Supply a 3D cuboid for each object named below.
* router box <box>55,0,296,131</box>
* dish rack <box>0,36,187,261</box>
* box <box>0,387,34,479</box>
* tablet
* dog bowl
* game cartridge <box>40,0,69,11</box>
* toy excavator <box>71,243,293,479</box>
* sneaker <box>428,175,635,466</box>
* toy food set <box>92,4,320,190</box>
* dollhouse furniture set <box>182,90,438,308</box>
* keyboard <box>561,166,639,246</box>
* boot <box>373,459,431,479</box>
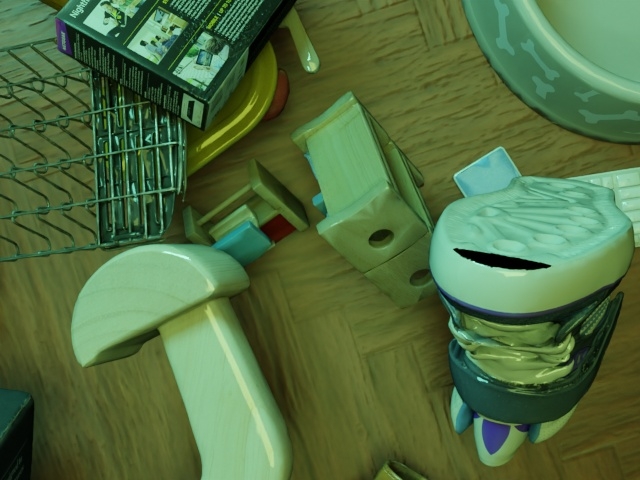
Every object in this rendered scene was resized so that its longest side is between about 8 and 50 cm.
[{"bbox_3d":[-0.101,-0.191,0.722,0.133,0.046,0.179,30,63,2],"label":"router box"},{"bbox_3d":[-0.233,-0.072,0.770,0.271,0.074,0.208,-8,80,15],"label":"dish rack"},{"bbox_3d":[-0.403,0.320,0.707,0.293,0.212,0.396,6,104,-3],"label":"box"},{"bbox_3d":[0.166,-0.039,0.842,0.054,0.006,0.083,-32,84,5],"label":"tablet"},{"bbox_3d":[0.297,-0.262,0.797,0.348,0.102,0.349,0,91,1],"label":"dog bowl"},{"bbox_3d":[-0.185,-0.327,0.699,0.052,0.323,0.285,21,91,29],"label":"game cartridge"},{"bbox_3d":[-0.091,0.284,0.715,0.433,0.222,0.445,39,99,13],"label":"toy excavator"},{"bbox_3d":[0.155,0.085,0.696,0.130,0.323,0.236,11,105,19],"label":"sneaker"},{"bbox_3d":[-0.094,-0.127,0.811,0.217,0.071,0.128,-34,70,7],"label":"toy food set"},{"bbox_3d":[0.000,0.000,0.776,0.183,0.129,0.129,-34,132,16],"label":"dollhouse furniture set"},{"bbox_3d":[0.319,-0.035,0.843,0.255,0.014,0.072,-9,91,0],"label":"keyboard"},{"bbox_3d":[0.114,0.346,0.807,0.283,0.109,0.220,32,95,12],"label":"boot"}]
